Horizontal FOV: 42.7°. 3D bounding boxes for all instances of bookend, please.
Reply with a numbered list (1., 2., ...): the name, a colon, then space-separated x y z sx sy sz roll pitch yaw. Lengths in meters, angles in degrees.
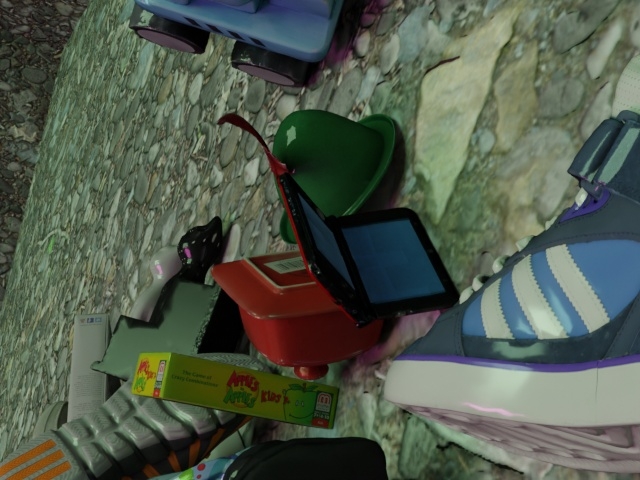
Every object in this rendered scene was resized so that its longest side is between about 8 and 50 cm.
1. bookend: -0.190 0.118 1.053 0.157 0.072 0.156 9 73 31

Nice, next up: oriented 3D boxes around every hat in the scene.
1. hat: -0.041 -0.112 0.841 0.209 0.184 0.172 -10 50 57

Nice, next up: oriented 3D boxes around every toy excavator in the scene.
1. toy excavator: -0.038 -0.323 0.921 0.445 0.433 0.222 21 -93 -89

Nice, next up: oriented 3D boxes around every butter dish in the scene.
1. butter dish: -0.010 0.078 0.790 0.160 0.160 0.118 -146 51 -61

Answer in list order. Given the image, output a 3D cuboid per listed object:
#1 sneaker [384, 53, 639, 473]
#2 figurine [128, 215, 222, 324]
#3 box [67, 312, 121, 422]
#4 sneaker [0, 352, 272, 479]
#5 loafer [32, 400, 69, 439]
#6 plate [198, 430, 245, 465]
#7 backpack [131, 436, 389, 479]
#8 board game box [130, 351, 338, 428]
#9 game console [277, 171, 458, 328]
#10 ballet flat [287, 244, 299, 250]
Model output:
1. sneaker: 0.174 0.009 0.499 0.323 0.130 0.236 -20 47 63
2. figurine: -0.221 0.078 1.234 0.215 0.092 0.209 -22 48 58
3. box: -0.336 0.304 1.236 0.321 0.059 0.232 -101 12 -45
4. sneaker: -0.189 0.256 0.916 0.125 0.321 0.180 36 142 49
5. loafer: -0.442 0.395 1.449 0.112 0.112 0.319 -30 35 2
6. plate: -0.181 0.334 1.041 0.277 0.045 0.278 -65 28 17
7. backpack: -0.096 0.320 0.709 0.355 0.274 0.289 130 144 -70
8. board game box: -0.084 0.149 0.814 0.092 0.181 0.043 -13 63 59
9. game console: 0.038 -0.003 0.711 0.085 0.124 0.144 -33 39 10
10. ballet flat: 0.000 0.000 0.912 0.114 0.041 0.041 -20 58 58
